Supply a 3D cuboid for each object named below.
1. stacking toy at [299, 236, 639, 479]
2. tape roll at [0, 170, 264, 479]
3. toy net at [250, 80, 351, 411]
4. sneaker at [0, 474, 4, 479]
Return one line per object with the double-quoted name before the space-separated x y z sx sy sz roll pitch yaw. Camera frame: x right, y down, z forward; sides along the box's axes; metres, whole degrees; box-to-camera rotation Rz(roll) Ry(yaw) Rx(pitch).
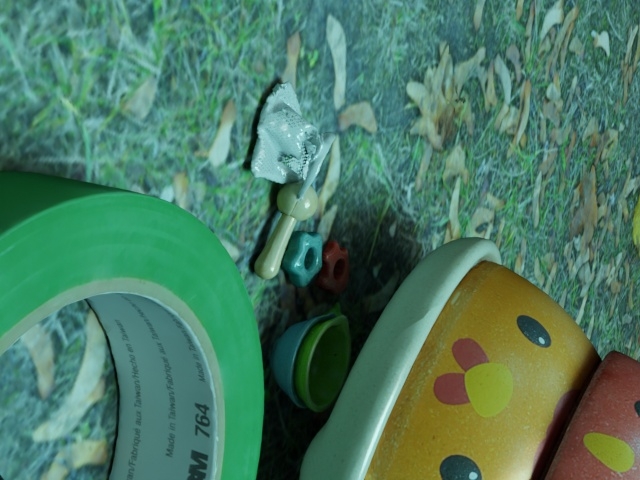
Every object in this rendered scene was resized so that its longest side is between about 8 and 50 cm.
"stacking toy" 0.244 0.227 0.857 0.351 0.479 0.351 -56 158 -37
"tape roll" -0.147 0.128 0.583 0.321 0.077 0.321 -30 126 -53
"toy net" 0.000 0.000 0.826 0.122 0.045 0.232 -33 128 -52
"sneaker" -0.149 0.172 0.349 0.185 0.202 0.483 -150 -129 -76
